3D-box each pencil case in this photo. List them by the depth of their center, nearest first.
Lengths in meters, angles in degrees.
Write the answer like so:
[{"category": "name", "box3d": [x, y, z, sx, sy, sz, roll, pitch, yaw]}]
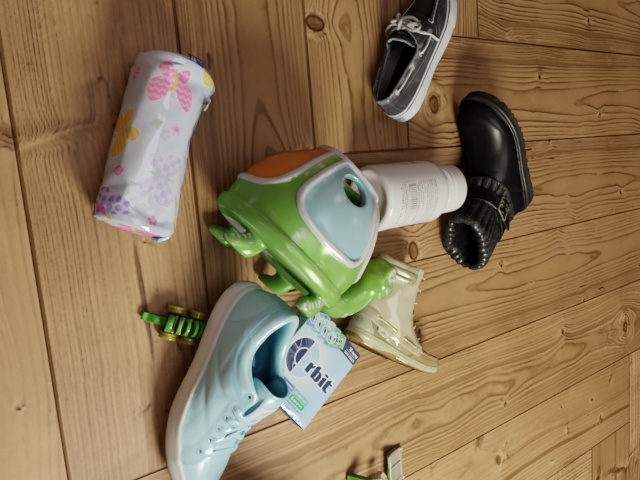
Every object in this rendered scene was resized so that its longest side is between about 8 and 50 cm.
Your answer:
[{"category": "pencil case", "box3d": [-0.245, -0.140, 0.785, 0.124, 0.114, 0.273, 22, 80, -54]}]

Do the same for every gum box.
[{"category": "gum box", "box3d": [-0.027, 0.238, 1.015, 0.184, 0.041, 0.157, -48, 118, -21]}]

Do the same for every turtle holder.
[{"category": "turtle holder", "box3d": [-0.002, -0.007, 0.861, 0.320, 0.243, 0.227, 42, 79, 2]}]

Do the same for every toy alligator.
[{"category": "toy alligator", "box3d": [-0.201, 0.148, 0.877, 0.190, 0.051, 0.056, 22, 82, -34]}]

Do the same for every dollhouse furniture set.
[{"category": "dollhouse furniture set", "box3d": [0.125, 0.510, 1.157, 0.152, 0.059, 0.076, -7, 91, -54]}]

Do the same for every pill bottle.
[{"category": "pill bottle", "box3d": [0.184, -0.096, 1.080, 0.229, 0.131, 0.131, -10, 100, -34]}]

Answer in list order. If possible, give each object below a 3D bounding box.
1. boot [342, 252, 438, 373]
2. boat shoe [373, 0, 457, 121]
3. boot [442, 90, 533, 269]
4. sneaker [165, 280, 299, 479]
[{"category": "boot", "box3d": [0.183, 0.159, 1.128, 0.262, 0.095, 0.203, 30, 76, -29]}, {"category": "boat shoe", "box3d": [0.179, -0.401, 1.063, 0.105, 0.113, 0.306, 23, 90, -49]}, {"category": "boot", "box3d": [0.355, -0.131, 1.198, 0.260, 0.131, 0.348, -43, 117, -25]}, {"category": "sneaker", "box3d": [-0.135, 0.256, 0.843, 0.135, 0.150, 0.365, 9, 99, -52]}]
